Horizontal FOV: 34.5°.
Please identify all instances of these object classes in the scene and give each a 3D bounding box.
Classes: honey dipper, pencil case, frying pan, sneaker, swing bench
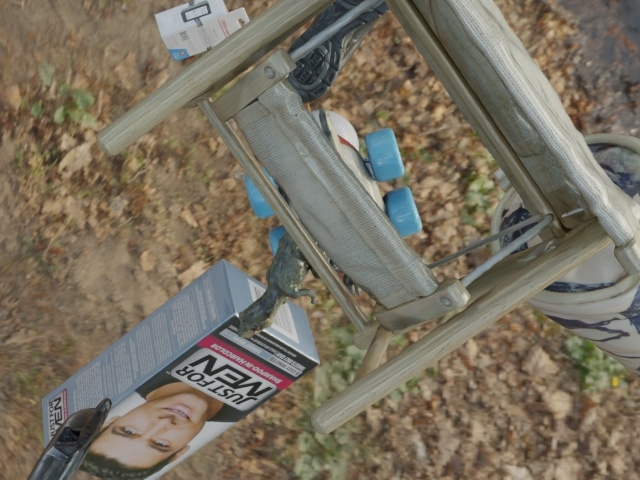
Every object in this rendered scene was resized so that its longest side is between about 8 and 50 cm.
[{"bbox_3d":[-0.100,-0.093,1.585,0.031,0.161,0.030,0,88,14],"label":"honey dipper"},{"bbox_3d":[0.314,0.054,0.939,0.410,0.183,0.160,34,93,-42],"label":"pencil case"},{"bbox_3d":[-0.304,0.268,1.171,0.053,0.326,0.197,29,74,-2],"label":"frying pan"},{"bbox_3d":[0.033,-0.346,1.624,0.109,0.130,0.286,39,97,-2],"label":"sneaker"},{"bbox_3d":[0.044,-0.053,0.689,0.255,0.165,0.253,-32,99,22],"label":"swing bench"}]

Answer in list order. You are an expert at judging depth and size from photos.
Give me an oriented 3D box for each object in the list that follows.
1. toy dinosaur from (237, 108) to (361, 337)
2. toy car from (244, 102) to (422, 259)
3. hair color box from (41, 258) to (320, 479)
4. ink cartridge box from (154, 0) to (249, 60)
[{"bbox_3d":[0.000,0.000,1.127,0.118,0.064,0.268,15,101,-39],"label":"toy dinosaur"},{"bbox_3d":[0.012,-0.105,1.544,0.219,0.238,0.210,-17,128,6],"label":"toy car"},{"bbox_3d":[-0.207,0.205,1.490,0.374,0.113,0.185,-37,134,19],"label":"hair color box"},{"bbox_3d":[-0.111,-0.208,0.991,0.083,0.048,0.028,-19,69,2],"label":"ink cartridge box"}]
